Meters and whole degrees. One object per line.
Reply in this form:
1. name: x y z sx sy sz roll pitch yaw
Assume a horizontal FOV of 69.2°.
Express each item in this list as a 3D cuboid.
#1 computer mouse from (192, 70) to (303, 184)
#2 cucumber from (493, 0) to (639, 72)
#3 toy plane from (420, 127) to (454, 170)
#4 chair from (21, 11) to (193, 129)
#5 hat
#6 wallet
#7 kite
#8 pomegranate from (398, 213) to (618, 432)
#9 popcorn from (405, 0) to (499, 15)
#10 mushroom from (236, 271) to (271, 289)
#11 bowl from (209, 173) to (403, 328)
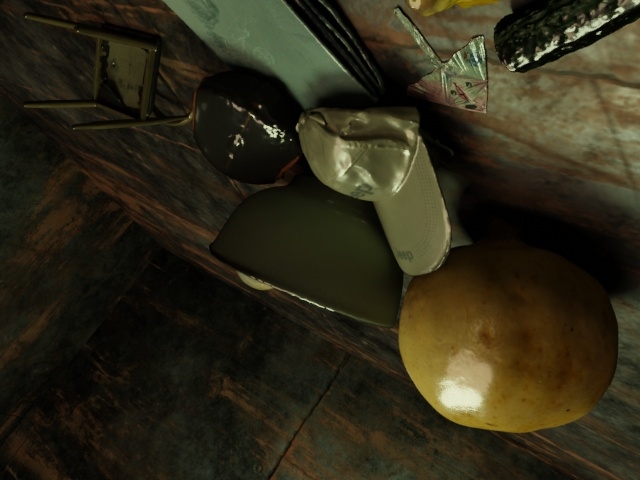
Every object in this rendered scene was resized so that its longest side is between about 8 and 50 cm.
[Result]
1. computer mouse: -0.127 -0.166 0.775 0.182 0.116 0.323 30 171 -9
2. cucumber: 0.216 -0.182 0.317 0.214 0.052 0.058 -15 93 64
3. toy plane: 0.139 -0.124 0.611 0.083 0.033 0.080 51 157 -24
4. chair: -0.367 -0.302 0.854 0.188 0.167 0.272 24 -159 27
5. hat: 0.059 -0.063 0.627 0.214 0.149 0.245 163 98 -74
6. wallet: -0.082 -0.271 0.594 0.290 0.054 0.251 39 167 -34
7. kite: 0.129 -0.190 0.510 0.152 0.005 0.137 40 160 -12
8. pomegranate: 0.252 0.137 0.664 0.307 0.307 0.307 30 161 12
9. popcorn: 0.088 -0.226 0.297 0.167 0.152 0.149 44 -160 -35
10. mushroom: -0.159 0.020 1.254 0.226 0.177 0.227 160 90 -82
11. bowl: 0.000 0.000 0.829 0.353 0.185 0.354 22 179 0
